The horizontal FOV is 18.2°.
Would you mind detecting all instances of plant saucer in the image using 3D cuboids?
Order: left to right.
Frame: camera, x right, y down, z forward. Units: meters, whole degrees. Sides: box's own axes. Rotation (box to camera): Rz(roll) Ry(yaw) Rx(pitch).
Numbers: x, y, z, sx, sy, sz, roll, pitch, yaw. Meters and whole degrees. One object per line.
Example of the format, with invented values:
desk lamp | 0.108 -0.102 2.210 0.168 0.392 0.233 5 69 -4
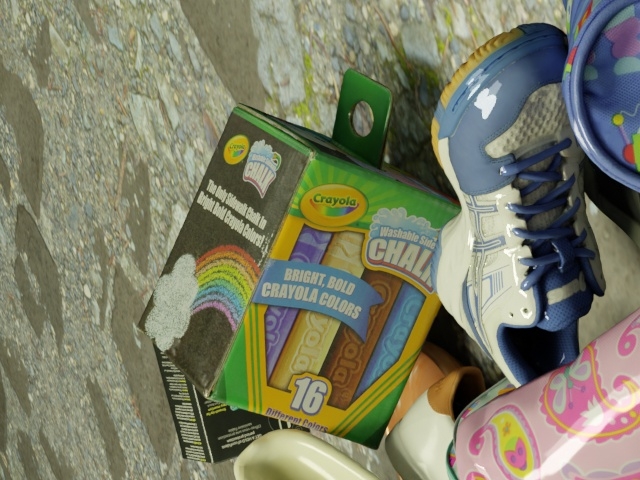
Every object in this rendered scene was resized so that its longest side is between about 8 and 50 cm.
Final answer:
plant saucer | 0.115 0.182 1.807 0.200 0.037 0.200 48 147 47

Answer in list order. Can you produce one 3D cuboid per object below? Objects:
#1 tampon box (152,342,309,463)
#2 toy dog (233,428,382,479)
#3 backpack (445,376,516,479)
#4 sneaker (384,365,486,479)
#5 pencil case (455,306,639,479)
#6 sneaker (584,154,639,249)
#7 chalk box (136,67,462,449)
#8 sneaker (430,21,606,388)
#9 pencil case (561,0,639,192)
tampon box | -0.101 0.150 2.183 0.101 0.120 0.161 -4 100 67
toy dog | 0.045 0.390 1.761 0.408 0.395 0.284 82 -154 -64
backpack | 0.177 0.169 1.471 0.144 0.166 0.188 56 175 -20
sneaker | 0.171 0.223 1.619 0.290 0.106 0.123 49 120 25
pencil case | 0.210 0.096 1.196 0.284 0.124 0.124 -37 68 38
sneaker | 0.242 -0.053 1.309 0.227 0.087 0.130 -114 41 -64
chalk box | 0.000 0.000 1.712 0.289 0.179 0.180 -65 30 6
sneaker | 0.147 -0.015 1.317 0.131 0.112 0.296 58 164 34
pencil case | 0.197 -0.127 1.144 0.306 0.119 0.133 -73 -11 -71
